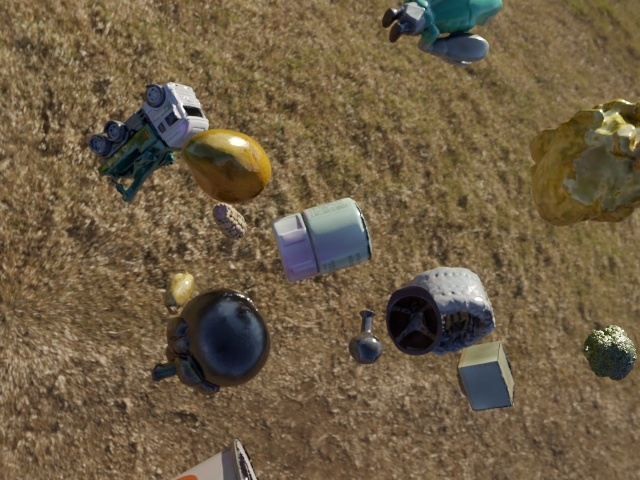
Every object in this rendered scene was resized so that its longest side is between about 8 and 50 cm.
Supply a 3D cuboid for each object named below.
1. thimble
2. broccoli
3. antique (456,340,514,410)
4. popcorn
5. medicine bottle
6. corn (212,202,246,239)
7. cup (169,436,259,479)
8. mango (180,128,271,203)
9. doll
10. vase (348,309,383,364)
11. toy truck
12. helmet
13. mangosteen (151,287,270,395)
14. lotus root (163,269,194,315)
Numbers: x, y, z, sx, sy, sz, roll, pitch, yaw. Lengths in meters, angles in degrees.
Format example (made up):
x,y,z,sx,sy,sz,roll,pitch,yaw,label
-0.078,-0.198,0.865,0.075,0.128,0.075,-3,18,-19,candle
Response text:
x,y,z,sx,sy,sz,roll,pitch,yaw,label
0.345,0.195,1.427,0.157,0.245,0.217,-96,162,-49,thimble
0.678,0.265,1.221,0.131,0.120,0.130,-43,100,-16,broccoli
0.495,0.409,1.560,0.146,0.147,0.152,-33,104,-65,antique
0.434,-0.108,0.810,0.191,0.254,0.190,30,66,1,popcorn
0.000,0.000,0.999,0.168,0.135,0.135,-17,92,-7,medicine bottle
-0.300,-0.059,1.702,0.092,0.280,0.092,0,82,1,corn
-0.177,0.338,0.485,0.288,0.203,0.203,-21,95,-11,cup
-0.132,-0.111,0.753,0.115,0.165,0.089,-11,69,-2,mango
0.249,-0.480,1.095,0.257,0.153,0.195,7,77,-13,doll
0.157,0.330,1.787,0.120,0.120,0.183,21,57,-27,vase
-0.486,-0.283,1.471,0.178,0.363,0.176,54,19,4,toy truck
0.156,0.126,0.844,0.057,0.089,0.111,-11,94,-70,helmet
-0.225,0.215,1.050,0.249,0.211,0.212,-31,100,-18,mangosteen
-0.360,0.124,1.317,0.063,0.072,0.152,28,34,-17,lotus root
